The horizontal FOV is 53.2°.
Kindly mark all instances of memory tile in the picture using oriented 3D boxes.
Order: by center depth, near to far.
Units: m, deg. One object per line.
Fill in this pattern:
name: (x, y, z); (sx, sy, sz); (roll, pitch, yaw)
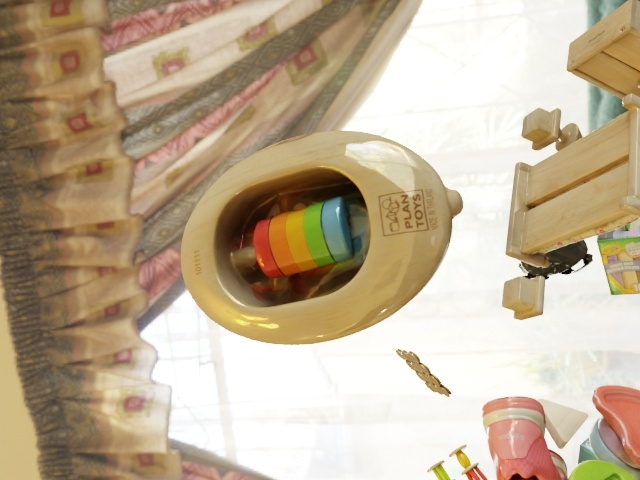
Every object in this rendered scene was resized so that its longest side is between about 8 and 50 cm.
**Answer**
memory tile: (0.246, 0.315, 1.530); (0.148, 0.012, 0.113); (48, 165, -5)

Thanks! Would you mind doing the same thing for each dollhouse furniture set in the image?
dollhouse furniture set: (0.385, -0.085, 0.728); (0.303, 0.174, 0.355); (144, 143, -63)

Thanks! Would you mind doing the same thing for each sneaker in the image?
sneaker: (0.317, 0.377, 0.994); (0.313, 0.116, 0.136); (59, -152, -36)

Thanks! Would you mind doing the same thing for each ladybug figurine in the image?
ladybug figurine: (0.000, 0.000, 0.961); (0.162, 0.450, 0.304); (11, -109, -62)

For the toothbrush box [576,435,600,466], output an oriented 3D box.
toothbrush box: (0.761, 0.599, 1.494); (0.296, 0.126, 0.216); (33, 142, 47)

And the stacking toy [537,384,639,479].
stacking toy: (0.485, 0.396, 1.034); (0.308, 0.280, 0.130); (-99, 17, -50)

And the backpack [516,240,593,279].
backpack: (0.493, 0.027, 1.389); (0.182, 0.152, 0.115); (24, -130, -77)

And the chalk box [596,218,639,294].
chalk box: (0.714, 0.002, 1.454); (0.213, 0.132, 0.132); (63, -142, -28)

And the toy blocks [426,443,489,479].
toy blocks: (0.343, 0.586, 1.532); (0.148, 0.123, 0.054); (56, -166, 29)
